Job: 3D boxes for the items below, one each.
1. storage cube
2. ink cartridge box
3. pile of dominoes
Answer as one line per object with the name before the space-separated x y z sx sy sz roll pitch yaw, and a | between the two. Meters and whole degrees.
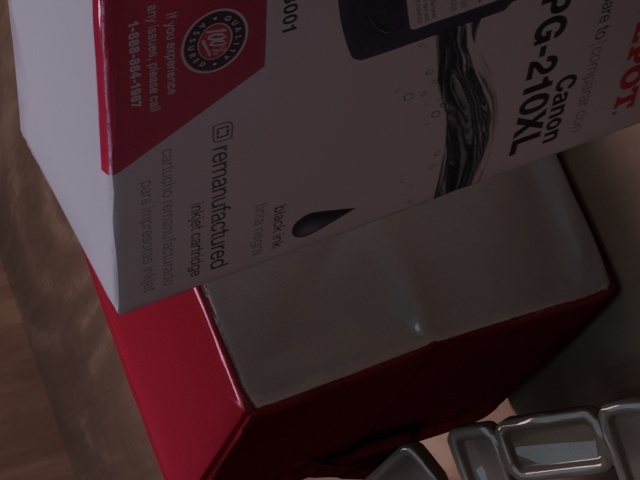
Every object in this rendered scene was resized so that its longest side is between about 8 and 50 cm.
storage cube | 0.000 0.000 0.930 0.193 0.184 0.215 119 131 -66
ink cartridge box | 0.016 -0.096 0.685 0.100 0.237 0.172 58 158 31
pile of dominoes | 0.123 0.191 0.901 0.196 0.040 0.251 -12 100 45
